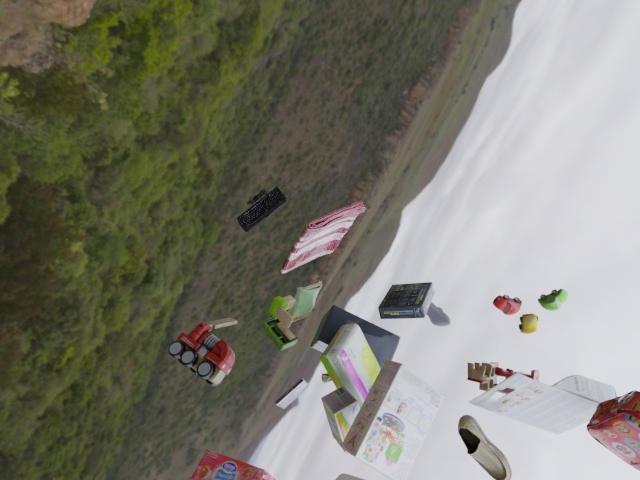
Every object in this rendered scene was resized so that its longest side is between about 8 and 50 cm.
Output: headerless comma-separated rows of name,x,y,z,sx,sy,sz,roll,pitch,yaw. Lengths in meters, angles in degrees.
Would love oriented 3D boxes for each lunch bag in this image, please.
lunch bag,0.973,0.585,1.353,0.120,0.258,0.293,-43,157,-21

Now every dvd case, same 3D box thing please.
dvd case,-0.129,0.722,2.150,0.164,0.018,0.221,-39,157,-12

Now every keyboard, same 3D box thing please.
keyboard,-0.222,-0.124,1.642,0.192,0.100,0.038,-39,159,-3

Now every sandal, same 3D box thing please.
sandal,0.574,0.355,2.282,0.097,0.254,0.054,-15,-136,36

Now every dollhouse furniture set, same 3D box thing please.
dollhouse furniture set,0.793,0.620,1.976,0.374,0.201,0.152,17,78,-50
dollhouse furniture set,-0.083,0.326,2.036,0.301,0.151,0.197,-14,140,-48

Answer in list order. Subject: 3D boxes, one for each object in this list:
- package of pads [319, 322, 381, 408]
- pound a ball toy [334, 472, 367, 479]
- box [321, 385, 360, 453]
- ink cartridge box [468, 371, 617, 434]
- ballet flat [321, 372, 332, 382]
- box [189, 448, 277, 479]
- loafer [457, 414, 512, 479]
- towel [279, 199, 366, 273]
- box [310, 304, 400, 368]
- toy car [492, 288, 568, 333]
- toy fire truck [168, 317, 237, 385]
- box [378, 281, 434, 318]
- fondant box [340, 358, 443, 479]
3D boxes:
package of pads,0.138,0.515,1.862,0.101,0.296,0.229,-17,-163,33
pound a ball toy,0.025,0.681,1.062,0.319,0.136,0.208,-27,112,-52
box,0.092,0.677,1.728,0.114,0.103,0.203,30,-41,60
ink cartridge box,0.782,0.558,1.641,0.308,0.385,0.091,116,-7,-48
ballet flat,0.085,0.689,2.343,0.057,0.168,0.052,46,33,-78
box,-0.281,0.787,1.475,0.128,0.257,0.122,-61,139,-36
loafer,0.616,0.808,1.758,0.092,0.268,0.102,-8,142,-46
towel,0.000,0.000,1.544,0.237,0.037,0.329,-24,162,-31
box,0.155,0.477,2.158,0.312,0.343,0.179,114,1,-71
toy car,0.768,0.243,1.625,0.225,0.239,0.053,-34,-151,30
toy fire truck,-0.386,0.376,1.673,0.246,0.217,0.158,-53,154,-23
box,0.360,0.248,1.897,0.233,0.183,0.059,-42,121,-60
fondant box,0.249,0.607,1.544,0.096,0.238,0.330,-4,-131,59
